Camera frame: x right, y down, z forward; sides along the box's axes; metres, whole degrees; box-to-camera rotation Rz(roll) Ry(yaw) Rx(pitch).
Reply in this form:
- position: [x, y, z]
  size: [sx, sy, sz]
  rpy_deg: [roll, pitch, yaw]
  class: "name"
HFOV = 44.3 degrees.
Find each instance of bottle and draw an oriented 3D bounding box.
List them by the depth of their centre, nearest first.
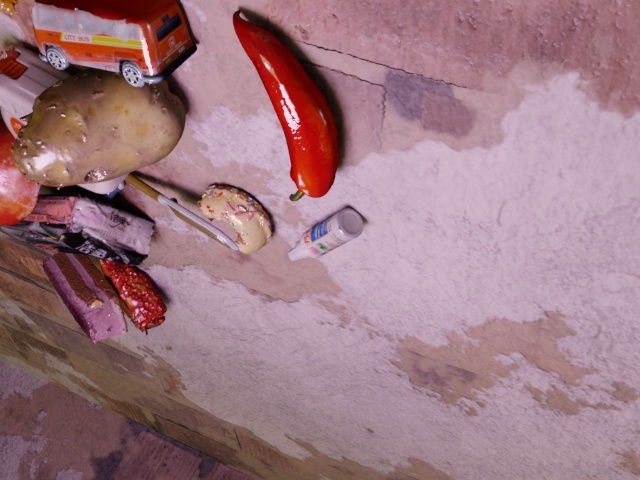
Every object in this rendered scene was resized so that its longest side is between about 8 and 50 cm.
- position: [0.000, 0.000, 1.478]
  size: [0.060, 0.060, 0.217]
  rpy_deg: [38, 147, -14]
  class: "bottle"

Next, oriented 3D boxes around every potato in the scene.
- position: [-0.372, -0.191, 1.317]
  size: [0.141, 0.296, 0.192]
  rpy_deg: [32, 145, 50]
  class: "potato"

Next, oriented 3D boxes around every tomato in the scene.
- position: [-0.684, -0.148, 1.644]
  size: [0.200, 0.233, 0.139]
  rpy_deg: [12, -174, 37]
  class: "tomato"

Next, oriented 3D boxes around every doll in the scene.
- position: [-0.469, -0.127, 1.697]
  size: [0.076, 0.050, 0.083]
  rpy_deg: [-16, 125, 45]
  class: "doll"

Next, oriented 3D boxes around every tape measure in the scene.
- position: [-0.483, -0.223, 1.499]
  size: [0.258, 0.130, 0.265]
  rpy_deg: [28, 154, 8]
  class: "tape measure"

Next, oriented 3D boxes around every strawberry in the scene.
- position: [-0.485, 0.129, 2.043]
  size: [0.228, 0.098, 0.174]
  rpy_deg: [58, 161, -5]
  class: "strawberry"

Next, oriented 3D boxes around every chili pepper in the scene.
- position: [-0.034, -0.185, 1.236]
  size: [0.137, 0.092, 0.368]
  rpy_deg: [30, 148, 38]
  class: "chili pepper"

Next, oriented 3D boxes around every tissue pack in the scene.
- position: [-0.569, -0.030, 1.780]
  size: [0.332, 0.123, 0.245]
  rpy_deg: [3, 168, 37]
  class: "tissue pack"

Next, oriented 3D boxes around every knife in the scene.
- position: [-0.294, -0.069, 1.596]
  size: [0.343, 0.027, 0.061]
  rpy_deg: [30, 162, 27]
  class: "knife"

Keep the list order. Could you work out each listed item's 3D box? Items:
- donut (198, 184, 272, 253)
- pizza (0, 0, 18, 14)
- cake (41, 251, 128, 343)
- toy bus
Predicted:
- position: [-0.158, -0.038, 1.545]
  size: [0.108, 0.065, 0.166]
  rpy_deg: [-5, 133, 50]
  class: "donut"
- position: [-0.550, -0.457, 1.244]
  size: [0.229, 0.081, 0.289]
  rpy_deg: [54, 146, -10]
  class: "pizza"
- position: [-0.601, 0.120, 2.003]
  size: [0.295, 0.116, 0.113]
  rpy_deg: [46, 147, 27]
  class: "cake"
- position: [-0.335, -0.332, 1.233]
  size: [0.265, 0.121, 0.120]
  rpy_deg: [16, 138, 24]
  class: "toy bus"
